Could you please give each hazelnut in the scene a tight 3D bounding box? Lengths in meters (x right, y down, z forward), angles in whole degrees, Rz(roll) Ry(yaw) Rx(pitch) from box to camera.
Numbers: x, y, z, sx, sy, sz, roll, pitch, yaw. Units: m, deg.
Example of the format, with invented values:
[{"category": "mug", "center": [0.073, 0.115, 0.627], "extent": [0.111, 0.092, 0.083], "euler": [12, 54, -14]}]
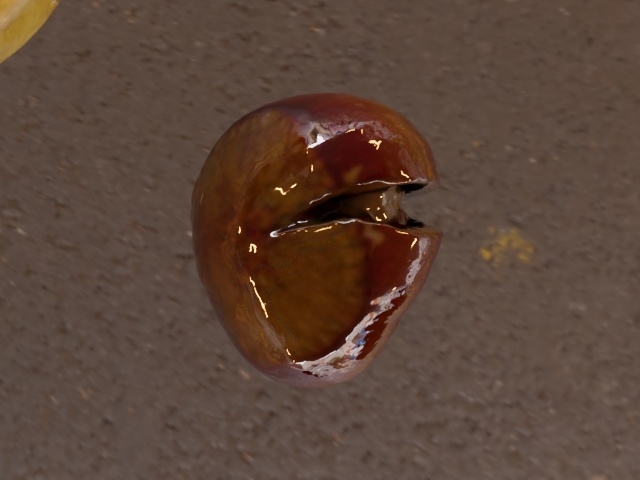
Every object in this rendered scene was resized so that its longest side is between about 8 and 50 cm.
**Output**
[{"category": "hazelnut", "center": [0.000, 0.000, 1.478], "extent": [0.217, 0.217, 0.251], "euler": [4, 93, -26]}]

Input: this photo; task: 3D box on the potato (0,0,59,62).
[{"category": "potato", "center": [-0.283, -0.191, 1.223], "extent": [0.300, 0.140, 0.173], "euler": [-45, 99, -23]}]
